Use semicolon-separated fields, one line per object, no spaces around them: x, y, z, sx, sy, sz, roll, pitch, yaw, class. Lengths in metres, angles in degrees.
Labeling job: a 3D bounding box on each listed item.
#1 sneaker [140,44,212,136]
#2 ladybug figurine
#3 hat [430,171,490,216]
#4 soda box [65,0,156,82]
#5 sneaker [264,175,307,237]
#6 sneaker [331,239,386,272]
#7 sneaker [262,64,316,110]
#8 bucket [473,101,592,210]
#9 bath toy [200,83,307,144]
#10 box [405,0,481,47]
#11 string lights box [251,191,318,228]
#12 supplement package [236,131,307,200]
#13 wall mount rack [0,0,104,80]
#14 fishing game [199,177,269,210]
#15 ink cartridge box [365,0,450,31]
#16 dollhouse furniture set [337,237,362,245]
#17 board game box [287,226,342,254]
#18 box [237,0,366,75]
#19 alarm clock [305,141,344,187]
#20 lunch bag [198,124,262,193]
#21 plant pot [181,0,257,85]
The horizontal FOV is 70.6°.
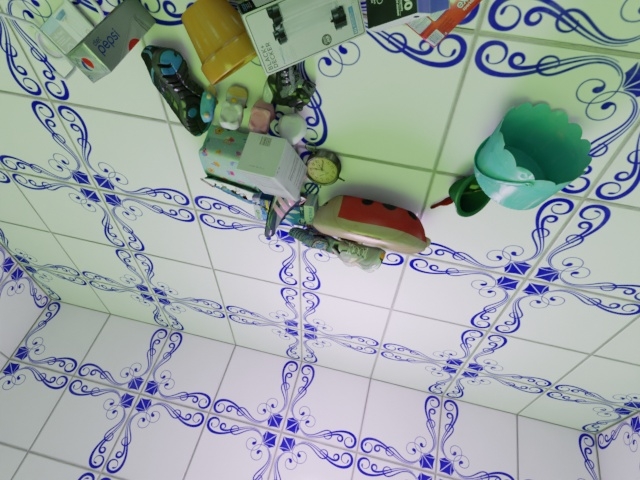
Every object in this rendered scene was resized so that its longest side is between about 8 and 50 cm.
-0.474;-0.504;1.522;0.140;0.125;0.340;31;155;30;sneaker
0.197;-0.063;1.708;0.450;0.161;0.305;14;180;2;ladybug figurine
0.478;-0.191;1.589;0.208;0.183;0.173;-48;131;5;hat
-0.591;-0.581;1.295;0.091;0.286;0.098;-12;135;32;soda box
-0.125;-0.141;1.737;0.131;0.112;0.318;17;114;-11;sneaker
0.132;0.049;1.707;0.121;0.099;0.263;35;161;-28;sneaker
-0.079;-0.500;1.356;0.153;0.101;0.268;21;149;-6;sneaker
0.590;-0.232;1.290;0.282;0.281;0.183;19;152;-3;bucket
-0.213;-0.412;1.501;0.349;0.151;0.129;16;-179;-3;bath toy
0.311;-0.600;1.041;0.128;0.122;0.257;31;142;-18;box
-0.141;-0.139;1.865;0.260;0.076;0.133;10;142;10;string lights box
-0.155;-0.243;1.521;0.139;0.133;0.244;16;172;17;supplement package
-0.859;-0.678;1.411;0.350;0.130;0.304;-14;133;34;wall mount rack
-0.329;-0.186;1.756;0.264;0.041;0.189;24;178;9;fishing game
0.186;-0.603;1.015;0.208;0.045;0.206;7;108;46;ink cartridge box
0.129;0.005;1.879;0.076;0.152;0.058;29;118;23;dollhouse furniture set
0.000;0.000;1.863;0.194;0.060;0.194;27;-171;40;board game box
-0.044;-0.561;1.154;0.290;0.087;0.169;-22;136;0;box
0.002;-0.279;1.633;0.130;0.064;0.192;-12;132;28;alarm clock
-0.317;-0.280;1.690;0.224;0.160;0.262;16;154;0;lunch bag
-0.281;-0.576;1.272;0.205;0.205;0.187;-19;115;39;plant pot
